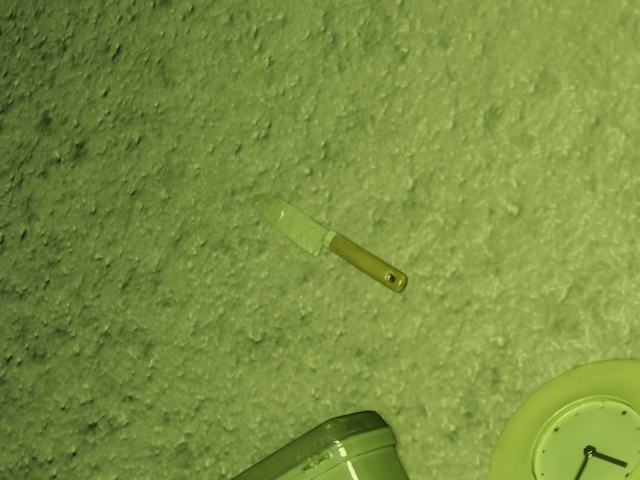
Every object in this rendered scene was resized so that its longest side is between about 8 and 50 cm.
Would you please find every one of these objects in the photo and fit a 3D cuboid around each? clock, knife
[{"bbox_3d":[0.286,0.226,1.105,0.235,0.029,0.235,-30,31,20],"label":"clock"},{"bbox_3d":[-0.002,0.000,1.419,0.298,0.017,0.047,33,104,33],"label":"knife"}]

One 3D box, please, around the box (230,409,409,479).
[{"bbox_3d":[0.000,0.307,1.279,0.210,0.148,0.129,-35,71,25],"label":"box"}]
